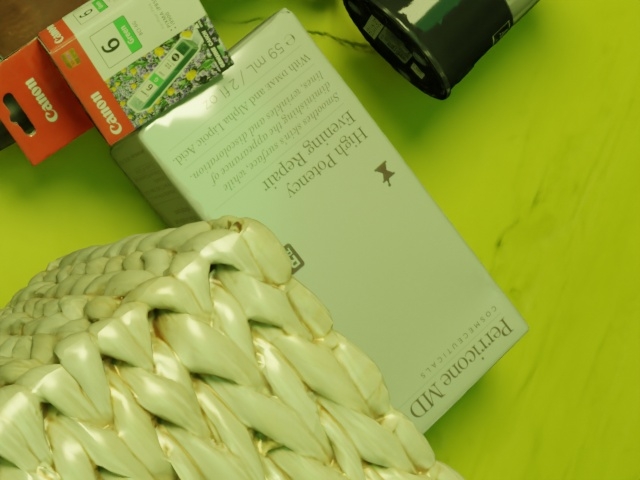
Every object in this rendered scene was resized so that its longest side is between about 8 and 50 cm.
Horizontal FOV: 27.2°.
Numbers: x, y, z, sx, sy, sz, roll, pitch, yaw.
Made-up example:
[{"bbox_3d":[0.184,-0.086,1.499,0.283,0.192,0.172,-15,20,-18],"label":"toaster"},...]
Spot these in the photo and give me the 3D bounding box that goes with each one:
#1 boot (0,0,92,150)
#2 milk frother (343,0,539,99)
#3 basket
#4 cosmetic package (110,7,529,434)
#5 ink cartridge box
[{"bbox_3d":[-0.134,-0.219,0.663,0.280,0.096,0.264,-37,101,-1],"label":"boot"},{"bbox_3d":[0.061,-0.178,0.753,0.135,0.129,0.143,-45,109,-6],"label":"milk frother"},{"bbox_3d":[-0.083,0.187,0.579,0.266,0.331,0.328,-42,101,-19],"label":"basket"},{"bbox_3d":[0.000,0.000,0.748,0.117,0.085,0.231,-42,100,-17],"label":"cosmetic package"},{"bbox_3d":[-0.107,-0.085,0.662,0.115,0.029,0.063,-34,128,-7],"label":"ink cartridge box"}]
